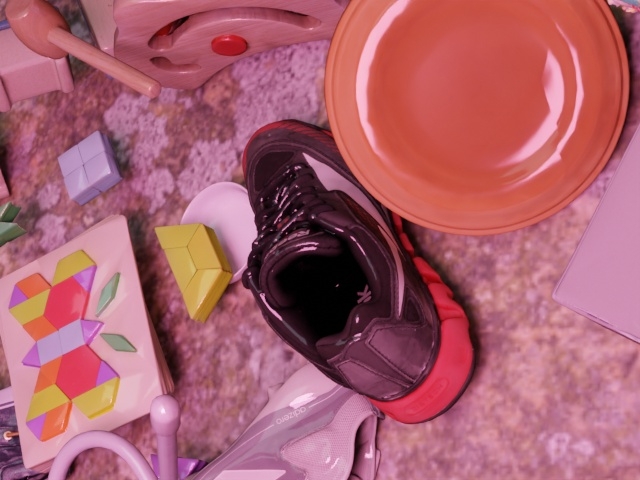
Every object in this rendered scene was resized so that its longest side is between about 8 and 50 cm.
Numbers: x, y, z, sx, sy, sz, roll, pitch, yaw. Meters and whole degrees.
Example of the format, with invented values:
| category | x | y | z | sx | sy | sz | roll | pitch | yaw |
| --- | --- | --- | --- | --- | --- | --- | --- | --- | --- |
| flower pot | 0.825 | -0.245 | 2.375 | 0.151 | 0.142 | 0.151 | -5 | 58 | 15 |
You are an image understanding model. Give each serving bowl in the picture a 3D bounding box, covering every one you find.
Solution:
| category | x | y | z | sx | sy | sz | roll | pitch | yaw |
| --- | --- | --- | --- | --- | --- | --- | --- | --- | --- |
| serving bowl | -0.073 | -0.003 | 1.043 | 0.083 | 0.027 | 0.083 | -11 | 71 | 33 |

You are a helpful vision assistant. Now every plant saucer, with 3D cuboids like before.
| category | x | y | z | sx | sy | sz | roll | pitch | yaw |
| --- | --- | --- | --- | --- | --- | --- | --- | --- | --- |
| plant saucer | 0.100 | -0.098 | 0.865 | 0.200 | 0.037 | 0.200 | 1 | 102 | 6 |

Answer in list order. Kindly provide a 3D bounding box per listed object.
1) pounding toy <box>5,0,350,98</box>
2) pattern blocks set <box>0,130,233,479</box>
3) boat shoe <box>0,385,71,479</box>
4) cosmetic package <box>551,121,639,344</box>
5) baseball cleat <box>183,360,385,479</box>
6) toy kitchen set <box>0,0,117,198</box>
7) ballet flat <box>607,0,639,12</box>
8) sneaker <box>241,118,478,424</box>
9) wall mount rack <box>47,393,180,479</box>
| category | x | y | z | sx | sy | sz | roll | pitch | yaw |
| --- | --- | --- | --- | --- | --- | --- | --- | --- | --- |
| pounding toy | -0.091 | -0.155 | 1.039 | 0.270 | 0.154 | 0.154 | -5 | 71 | 12 |
| pattern blocks set | -0.192 | 0.082 | 1.047 | 0.285 | 0.026 | 0.325 | -40 | 57 | 11 |
| boat shoe | -0.284 | 0.181 | 1.113 | 0.183 | 0.065 | 0.083 | -23 | 60 | 28 |
| cosmetic package | 0.251 | -0.036 | 0.770 | 0.127 | 0.107 | 0.238 | 30 | 96 | 39 |
| baseball cleat | -0.037 | 0.180 | 0.926 | 0.206 | 0.072 | 0.109 | -54 | 52 | 10 |
| toy kitchen set | -0.251 | -0.146 | 1.206 | 0.207 | 0.166 | 0.122 | -18 | 58 | -10 |
| ballet flat | 0.267 | -0.215 | 0.812 | 0.241 | 0.091 | 0.077 | -38 | 55 | 4 |
| sneaker | 0.000 | 0.000 | 0.918 | 0.097 | 0.135 | 0.276 | -45 | 49 | 18 |
| wall mount rack | -0.091 | 0.258 | 0.840 | 0.304 | 0.130 | 0.350 | -45 | 69 | 30 |
